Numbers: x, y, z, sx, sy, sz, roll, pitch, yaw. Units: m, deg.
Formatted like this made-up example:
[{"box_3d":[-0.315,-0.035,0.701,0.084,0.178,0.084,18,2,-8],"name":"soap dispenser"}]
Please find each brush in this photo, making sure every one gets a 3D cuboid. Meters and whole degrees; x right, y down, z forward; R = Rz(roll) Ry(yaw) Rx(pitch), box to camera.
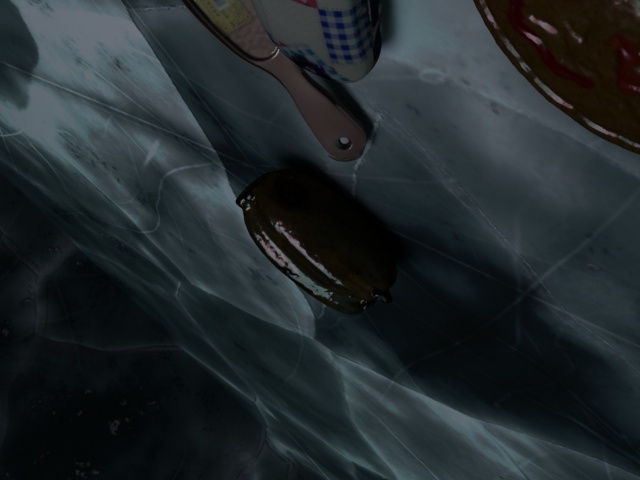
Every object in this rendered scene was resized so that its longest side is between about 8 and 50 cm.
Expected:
[{"box_3d":[-0.046,-0.204,0.874,0.072,0.067,0.313,-28,124,26],"name":"brush"}]

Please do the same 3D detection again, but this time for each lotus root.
[{"box_3d":[0.000,0.000,1.106,0.241,0.123,0.124,44,129,-3],"name":"lotus root"}]

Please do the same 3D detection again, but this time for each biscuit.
[{"box_3d":[0.210,-0.163,0.550,0.273,0.049,0.257,43,158,-15],"name":"biscuit"}]

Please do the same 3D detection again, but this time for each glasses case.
[{"box_3d":[-0.016,-0.257,0.683,0.125,0.076,0.327,27,156,24],"name":"glasses case"}]
